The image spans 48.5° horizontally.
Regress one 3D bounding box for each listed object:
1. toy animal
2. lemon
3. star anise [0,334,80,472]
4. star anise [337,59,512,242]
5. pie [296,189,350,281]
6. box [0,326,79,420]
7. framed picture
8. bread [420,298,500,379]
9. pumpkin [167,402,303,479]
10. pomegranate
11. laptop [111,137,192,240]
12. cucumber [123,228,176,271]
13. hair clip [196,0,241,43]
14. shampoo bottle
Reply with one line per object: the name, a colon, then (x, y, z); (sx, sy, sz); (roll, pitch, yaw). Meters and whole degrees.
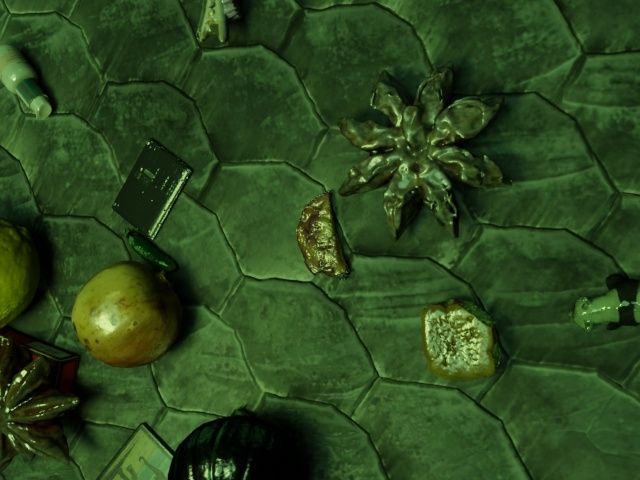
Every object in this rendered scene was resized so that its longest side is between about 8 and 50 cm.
toy animal: (0.494, 0.097, 1.081); (0.225, 0.121, 0.093); (-4, 89, 24)
lemon: (-0.746, 0.072, 1.515); (0.293, 0.293, 0.293); (0, 90, 23)
star anise: (-0.629, 0.366, 1.487); (0.315, 0.108, 0.315); (1, 93, 19)
star anise: (0.165, -0.155, 1.218); (0.332, 0.117, 0.331); (-2, 84, 21)
pie: (0.000, 0.000, 1.332); (0.092, 0.034, 0.169); (-19, 84, 18)
box: (-0.663, 0.297, 1.589); (0.240, 0.074, 0.153); (16, 101, 22)
framed picture: (-0.330, 0.587, 1.460); (0.347, 0.016, 0.265); (41, 94, 17)
bread: (0.240, 0.169, 1.215); (0.128, 0.069, 0.140); (-11, 87, 21)
pumpkin: (-0.152, 0.408, 1.315); (0.248, 0.248, 0.248); (0, 90, 23)
pomegranate: (-0.371, 0.142, 1.400); (0.215, 0.215, 0.215); (0, 90, 23)
laptop: (-0.355, -0.107, 1.489); (0.129, 0.016, 0.180); (37, 105, 19)
cucumber: (-0.363, 0.022, 1.482); (0.155, 0.037, 0.037); (36, 103, 19)
hair clip: (-0.199, -0.515, 1.373); (0.085, 0.106, 0.292); (-3, 86, 10)
shampoo bottle: (-0.663, -0.354, 1.582); (0.074, 0.074, 0.192); (-46, 74, 16)
